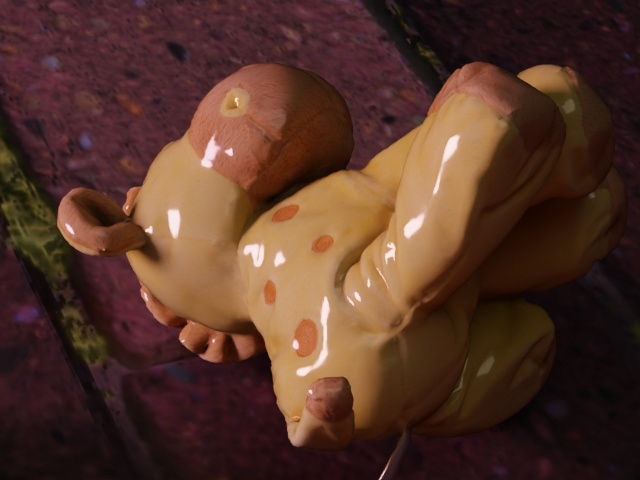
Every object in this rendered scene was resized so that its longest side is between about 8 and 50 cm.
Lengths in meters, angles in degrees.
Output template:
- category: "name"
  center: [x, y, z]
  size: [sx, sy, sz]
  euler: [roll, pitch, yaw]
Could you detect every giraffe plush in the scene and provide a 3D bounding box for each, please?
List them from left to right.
- category: "giraffe plush"
  center: [0.000, 0.000, 0.670]
  size: [0.170, 0.181, 0.210]
  euler: [31, 77, 29]
